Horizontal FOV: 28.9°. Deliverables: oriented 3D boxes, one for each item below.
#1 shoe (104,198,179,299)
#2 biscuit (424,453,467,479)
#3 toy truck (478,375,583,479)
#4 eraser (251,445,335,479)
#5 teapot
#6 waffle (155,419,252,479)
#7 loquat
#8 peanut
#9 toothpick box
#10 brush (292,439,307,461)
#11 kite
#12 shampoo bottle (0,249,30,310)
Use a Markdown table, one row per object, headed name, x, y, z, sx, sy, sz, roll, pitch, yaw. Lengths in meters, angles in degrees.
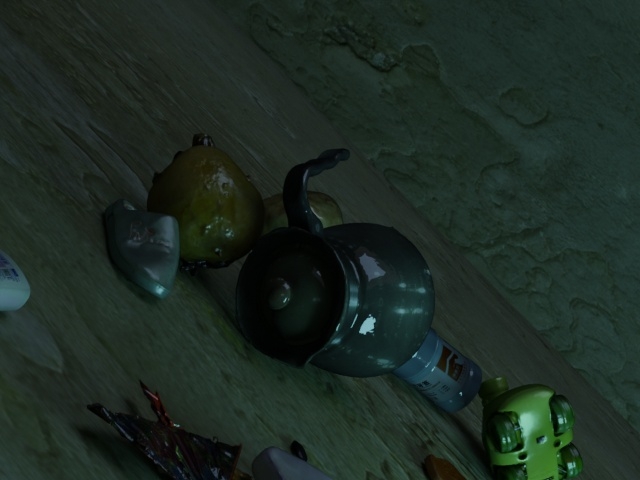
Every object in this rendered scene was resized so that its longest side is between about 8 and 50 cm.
| name | x | y | z | sx | sy | sz | roll | pitch | yaw |
| --- | --- | --- | --- | --- | --- | --- | --- | --- | --- |
| shoe | -0.218 | -0.007 | 1.561 | 0.079 | 0.078 | 0.195 | 37 | 10 | -33 |
| biscuit | 0.200 | 0.364 | 1.808 | 0.130 | 0.019 | 0.102 | 45 | 13 | 0 |
| toy truck | 0.330 | 0.325 | 2.055 | 0.210 | 0.148 | 0.187 | -176 | -111 | -75 |
| eraser | 0.012 | 0.312 | 1.279 | 0.243 | 0.059 | 0.204 | 46 | 12 | -8 |
| teapot | 0.022 | 0.044 | 1.702 | 0.223 | 0.305 | 0.285 | 29 | 12 | 29 |
| waffle | -0.110 | 0.236 | 1.225 | 0.135 | 0.021 | 0.092 | 37 | 14 | -28 |
| loquat | -0.159 | -0.053 | 1.700 | 0.172 | 0.149 | 0.205 | 21 | 54 | -57 |
| peanut | 0.000 | 0.000 | 2.103 | 0.253 | 0.137 | 0.122 | 40 | -1 | -30 |
| toothpick box | 0.187 | 0.210 | 2.089 | 0.153 | 0.101 | 0.101 | 37 | 14 | -28 |
| brush | -0.022 | 0.259 | 1.463 | 0.024 | 0.008 | 0.083 | 43 | 11 | -20 |
| kite | -0.134 | 0.200 | 1.196 | 0.232 | 0.009 | 0.189 | 30 | 16 | -48 |
| shampoo bottle | -0.322 | 0.036 | 1.155 | 0.072 | 0.043 | 0.099 | 46 | 13 | 12 |
